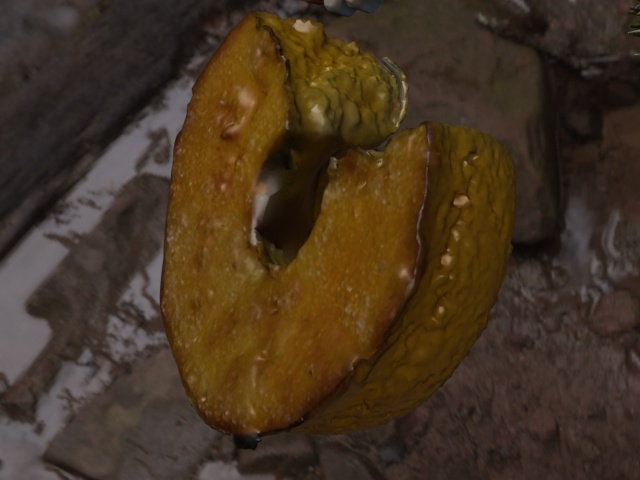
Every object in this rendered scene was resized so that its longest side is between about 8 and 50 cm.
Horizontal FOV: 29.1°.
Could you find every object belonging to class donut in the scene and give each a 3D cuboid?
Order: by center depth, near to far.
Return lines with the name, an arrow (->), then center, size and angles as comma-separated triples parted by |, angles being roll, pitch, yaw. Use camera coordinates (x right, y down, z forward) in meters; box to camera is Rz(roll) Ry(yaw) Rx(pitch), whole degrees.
donut -> 0.000, 0.000, 1.187 | 0.377, 0.163, 0.435 | -60, 39, 19

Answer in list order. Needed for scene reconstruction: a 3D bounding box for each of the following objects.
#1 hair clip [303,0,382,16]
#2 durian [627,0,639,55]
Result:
hair clip -> -0.001, -0.172, 0.749 | 0.214, 0.056, 0.062 | 37, 105, 54
durian -> 0.298, -0.179, 0.750 | 0.157, 0.355, 0.169 | -15, 96, 44
